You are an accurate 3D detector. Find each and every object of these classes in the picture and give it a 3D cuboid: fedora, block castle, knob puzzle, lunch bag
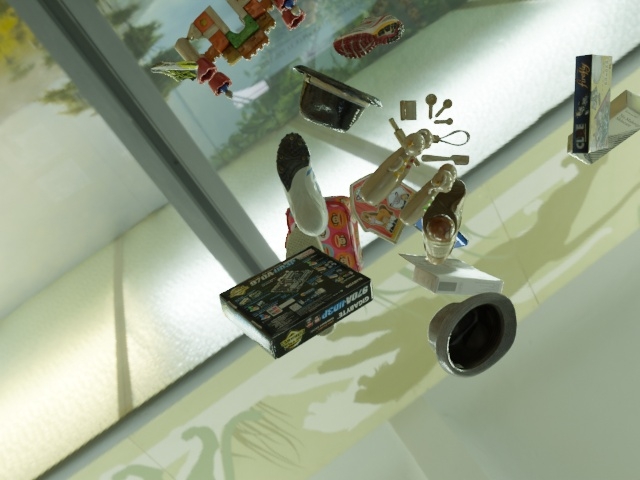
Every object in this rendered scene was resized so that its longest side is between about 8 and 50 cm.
[{"bbox_3d":[0.411,0.254,1.557,0.276,0.243,0.124,-28,-156,-21],"label":"fedora"},{"bbox_3d":[-0.264,-0.722,1.949,0.453,0.213,0.303,-40,180,6],"label":"block castle"},{"bbox_3d":[0.167,-0.109,1.534,0.213,0.213,0.030,-41,-172,-15],"label":"knob puzzle"},{"bbox_3d":[0.035,-0.450,1.802,0.152,0.334,0.334,-66,-159,16],"label":"fedora"},{"bbox_3d":[0.000,0.000,1.817,0.258,0.293,0.120,-4,-160,19],"label":"lunch bag"}]

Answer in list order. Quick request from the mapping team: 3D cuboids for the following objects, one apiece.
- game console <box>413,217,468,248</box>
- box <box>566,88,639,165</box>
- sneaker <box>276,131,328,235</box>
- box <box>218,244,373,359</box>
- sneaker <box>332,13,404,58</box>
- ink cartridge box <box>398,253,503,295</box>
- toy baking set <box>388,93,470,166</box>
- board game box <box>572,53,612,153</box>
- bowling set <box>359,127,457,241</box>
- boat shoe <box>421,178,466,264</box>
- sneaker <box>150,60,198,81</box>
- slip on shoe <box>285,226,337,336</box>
[{"bbox_3d":[0.497,-0.106,2.418,0.250,0.293,0.173,-17,-143,52],"label":"game console"},{"bbox_3d":[1.001,-0.388,1.917,0.275,0.113,0.094,-53,-166,57],"label":"box"},{"bbox_3d":[-0.042,-0.124,1.240,0.085,0.237,0.086,-14,-177,5],"label":"sneaker"},{"bbox_3d":[-0.043,0.101,0.981,0.220,0.051,0.175,-28,-144,-30],"label":"box"},{"bbox_3d":[0.144,-0.646,1.732,0.225,0.088,0.092,-21,-127,-7],"label":"sneaker"},{"bbox_3d":[0.459,0.125,1.981,0.297,0.066,0.261,6,-167,-25],"label":"ink cartridge box"},{"bbox_3d":[0.324,-0.311,1.602,0.197,0.256,0.030,-27,-178,2],"label":"toy baking set"},{"bbox_3d":[0.713,-0.357,1.438,0.042,0.243,0.165,8,-163,43],"label":"board game box"},{"bbox_3d":[0.213,-0.113,1.070,0.154,0.200,0.287,-50,-179,24],"label":"bowling set"},{"bbox_3d":[0.337,-0.067,1.550,0.122,0.110,0.341,10,-142,15],"label":"boat shoe"},{"bbox_3d":[-0.259,-0.298,0.977,0.083,0.035,0.031,-2,-146,-5],"label":"sneaker"},{"bbox_3d":[-0.022,0.118,1.628,0.123,0.331,0.101,-17,176,12],"label":"slip on shoe"}]
